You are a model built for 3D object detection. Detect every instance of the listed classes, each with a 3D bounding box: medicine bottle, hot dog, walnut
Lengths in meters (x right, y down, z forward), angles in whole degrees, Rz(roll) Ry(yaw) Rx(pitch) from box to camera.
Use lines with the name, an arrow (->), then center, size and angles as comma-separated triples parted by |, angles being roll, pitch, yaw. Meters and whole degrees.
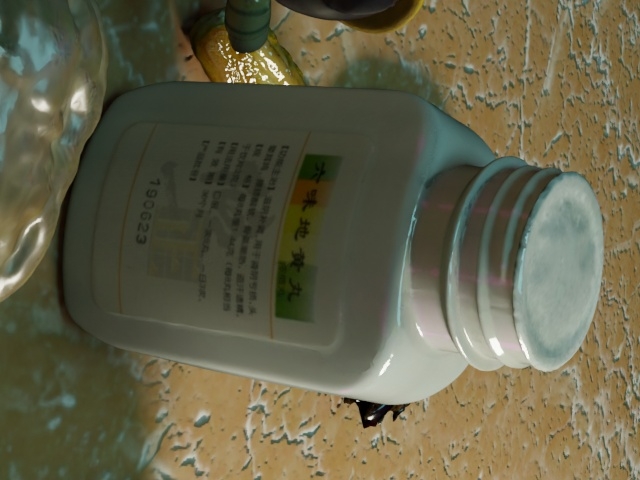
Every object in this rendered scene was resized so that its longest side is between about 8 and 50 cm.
medicine bottle -> 0.000, 0.000, 0.792 | 0.124, 0.324, 0.179 | 23, 76, -53
hot dog -> -0.029, -0.087, 0.970 | 0.047, 0.066, 0.216 | -88, 155, -48
walnut -> -0.195, -0.059, 0.654 | 0.178, 0.178, 0.230 | -2, 106, -54

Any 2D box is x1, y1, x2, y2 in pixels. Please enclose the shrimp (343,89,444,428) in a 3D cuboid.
shrimp -> 0.058, 0.006, 1.106 | 0.222, 0.054, 0.290 | 44, 57, -49

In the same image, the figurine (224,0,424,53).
figurine -> -0.022, -0.218, 0.851 | 0.256, 0.167, 0.192 | -17, 71, -52
